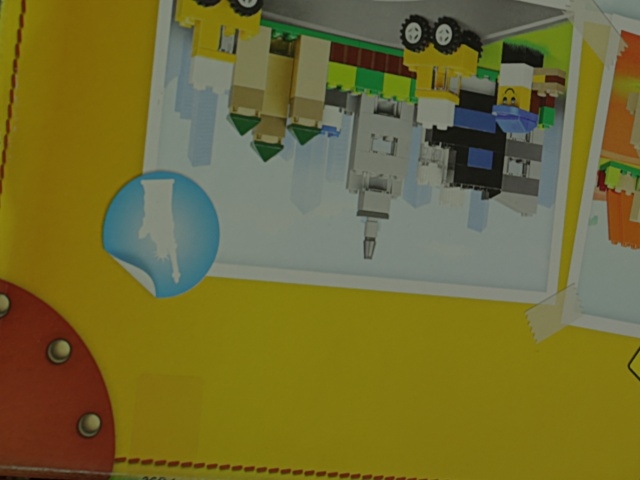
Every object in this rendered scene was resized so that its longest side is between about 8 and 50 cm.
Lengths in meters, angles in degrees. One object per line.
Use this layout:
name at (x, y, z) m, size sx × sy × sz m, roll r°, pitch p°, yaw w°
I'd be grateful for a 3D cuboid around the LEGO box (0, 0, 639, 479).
LEGO box at (0.073, -0.075, 0.645) m, size 0.500 × 0.372 × 0.193 m, roll 9°, pitch -2°, yaw -28°
